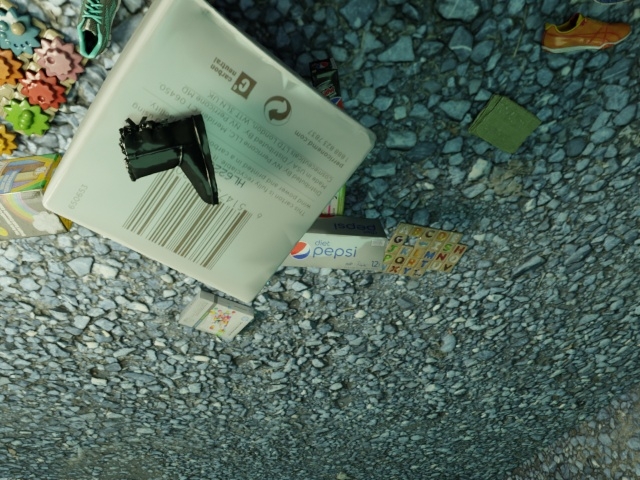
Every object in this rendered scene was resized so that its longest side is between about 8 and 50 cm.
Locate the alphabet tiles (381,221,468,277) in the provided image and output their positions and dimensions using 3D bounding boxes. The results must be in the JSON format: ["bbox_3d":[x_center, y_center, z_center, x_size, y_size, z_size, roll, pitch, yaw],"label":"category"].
[{"bbox_3d":[0.300,0.038,1.383,0.237,0.009,0.198,9,132,-15],"label":"alphabet tiles"}]

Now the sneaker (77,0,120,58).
[{"bbox_3d":[-0.389,-0.391,0.824,0.064,0.076,0.167,10,132,-18],"label":"sneaker"}]

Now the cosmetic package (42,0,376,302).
[{"bbox_3d":[-0.185,-0.181,0.781,0.329,0.394,0.327,30,105,-31],"label":"cosmetic package"}]

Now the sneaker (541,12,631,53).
[{"bbox_3d":[0.528,-0.413,0.933,0.174,0.064,0.068,-9,125,-3],"label":"sneaker"}]

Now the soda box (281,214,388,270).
[{"bbox_3d":[0.000,0.000,1.076,0.286,0.098,0.091,4,120,-8],"label":"soda box"}]

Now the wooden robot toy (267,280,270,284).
[{"bbox_3d":[-0.131,0.046,1.313,0.079,0.076,0.173,-25,145,-34],"label":"wooden robot toy"}]

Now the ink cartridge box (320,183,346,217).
[{"bbox_3d":[-0.078,-0.078,1.134,0.255,0.097,0.189,-1,121,-7],"label":"ink cartridge box"}]

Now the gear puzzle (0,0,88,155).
[{"bbox_3d":[-0.607,-0.284,0.923,0.175,0.044,0.339,31,124,-32],"label":"gear puzzle"}]

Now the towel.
[{"bbox_3d":[0.422,-0.266,1.087,0.148,0.027,0.110,19,128,-22],"label":"towel"}]

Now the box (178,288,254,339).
[{"bbox_3d":[-0.323,0.234,1.474,0.186,0.038,0.145,25,126,-30],"label":"box"}]

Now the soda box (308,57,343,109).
[{"bbox_3d":[0.018,-0.286,0.991,0.053,0.060,0.169,-13,135,1],"label":"soda box"}]

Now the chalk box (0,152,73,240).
[{"bbox_3d":[-0.668,-0.093,1.045,0.212,0.132,0.133,-6,136,0],"label":"chalk box"}]

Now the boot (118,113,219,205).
[{"bbox_3d":[-0.180,-0.092,0.571,0.099,0.045,0.121,-14,114,-14],"label":"boot"}]

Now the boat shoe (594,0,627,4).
[{"bbox_3d":[0.571,-0.489,0.858,0.183,0.066,0.066,-22,135,7],"label":"boat shoe"}]
